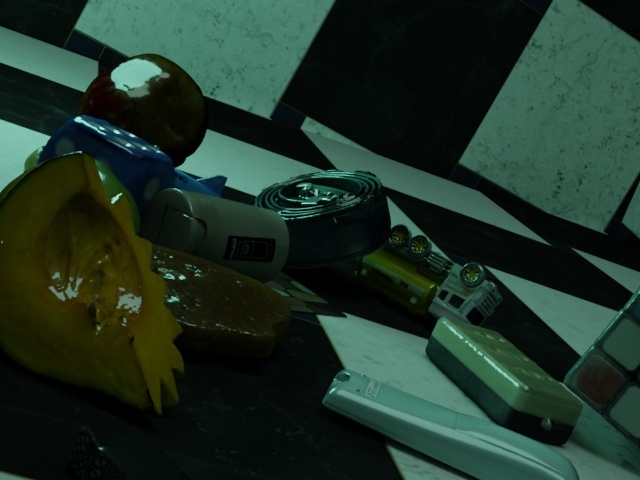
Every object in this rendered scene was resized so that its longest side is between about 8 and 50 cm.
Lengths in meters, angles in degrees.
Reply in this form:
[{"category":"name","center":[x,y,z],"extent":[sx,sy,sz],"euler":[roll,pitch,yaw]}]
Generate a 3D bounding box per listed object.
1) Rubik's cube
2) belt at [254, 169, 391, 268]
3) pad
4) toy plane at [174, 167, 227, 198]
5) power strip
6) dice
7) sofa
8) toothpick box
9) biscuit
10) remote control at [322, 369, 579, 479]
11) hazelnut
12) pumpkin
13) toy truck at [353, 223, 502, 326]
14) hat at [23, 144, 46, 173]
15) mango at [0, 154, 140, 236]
[{"category":"Rubik's cube","center":[0.508,0.160,1.571],"extent":[0.256,0.259,0.253],"euler":[38,14,13]},{"category":"belt","center":[-0.003,-0.034,1.870],"extent":[0.206,0.116,0.267],"euler":[-18,19,-18]},{"category":"pad","center":[-0.089,0.064,1.663],"extent":[0.235,0.003,0.158],"euler":[10,16,-45]},{"category":"toy plane","center":[-0.260,-0.089,1.807],"extent":[0.271,0.105,0.254],"euler":[15,12,-28]},{"category":"power strip","center":[0.240,0.181,1.559],"extent":[0.105,0.070,0.257],"euler":[16,13,-25]},{"category":"dice","center":[-0.290,-0.075,1.592],"extent":[0.146,0.146,0.143],"euler":[30,11,19]},{"category":"sofa","center":[-0.138,0.186,0.898],"extent":[0.060,0.039,0.118],"euler":[9,17,-44]},{"category":"toothpick box","center":[-0.142,-0.003,1.587],"extent":[0.180,0.111,0.111],"euler":[11,15,-46]},{"category":"biscuit","center":[-0.166,0.068,1.375],"extent":[0.272,0.049,0.257],"euler":[17,14,-3]},{"category":"remote control","center":[0.146,0.211,1.288],"extent":[0.293,0.051,0.103],"euler":[22,11,5]},{"category":"hazelnut","center":[-0.317,-0.228,2.112],"extent":[0.233,0.218,0.218],"euler":[14,14,-35]},{"category":"pumpkin","center":[-0.230,0.060,1.121],"extent":[0.149,0.254,0.130],"euler":[-20,-4,6]},{"category":"toy truck","center":[0.167,0.066,1.866],"extent":[0.226,0.114,0.098],"euler":[29,-8,31]},{"category":"hat","center":[-0.393,-0.093,1.699],"extent":[0.076,0.059,0.077],"euler":[55,21,-5]},{"category":"mango","center":[-0.276,-0.030,1.267],"extent":[0.156,0.114,0.251],"euler":[-20,31,-4]}]
